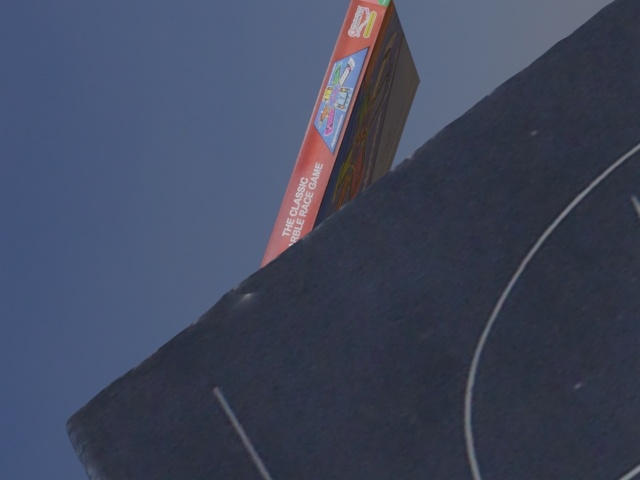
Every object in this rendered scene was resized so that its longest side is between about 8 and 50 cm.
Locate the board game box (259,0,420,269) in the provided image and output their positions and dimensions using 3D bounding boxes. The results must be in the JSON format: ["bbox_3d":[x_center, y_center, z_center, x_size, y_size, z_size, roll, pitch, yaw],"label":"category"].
[{"bbox_3d":[0.000,0.000,1.190,0.145,0.027,0.281,61,-134,-72],"label":"board game box"}]

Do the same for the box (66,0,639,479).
[{"bbox_3d":[0.255,0.129,0.557,0.480,0.472,0.297,56,-177,41],"label":"box"}]
